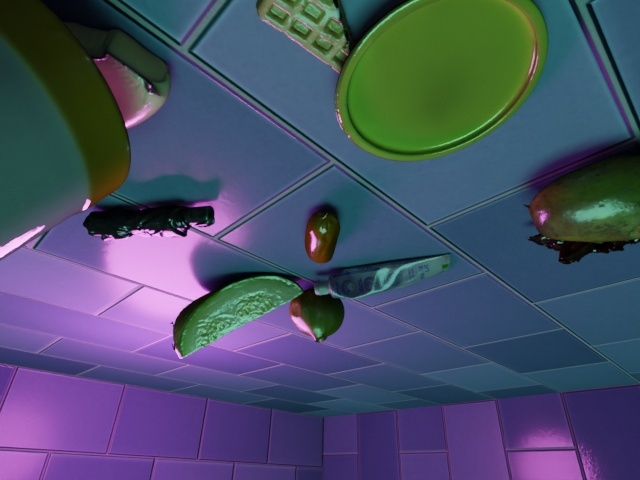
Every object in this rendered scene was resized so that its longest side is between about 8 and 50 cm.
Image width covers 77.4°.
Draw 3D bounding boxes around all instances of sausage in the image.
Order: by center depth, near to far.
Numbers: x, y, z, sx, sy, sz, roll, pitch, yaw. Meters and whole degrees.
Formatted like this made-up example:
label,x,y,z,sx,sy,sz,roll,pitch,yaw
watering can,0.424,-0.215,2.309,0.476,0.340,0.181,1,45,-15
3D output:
label,x,y,z,sx,sy,sz,roll,pitch,yaw
sausage,0.000,0.000,0.749,0.062,0.054,0.183,29,152,9

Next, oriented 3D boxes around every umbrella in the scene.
label,x,y,z,sx,sy,sz,roll,pitch,yaw
umbrella,-0.299,-0.033,0.707,0.236,0.059,0.066,-4,166,12

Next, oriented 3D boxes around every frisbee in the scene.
label,x,y,z,sx,sy,sz,roll,pitch,yaw
frisbee,0.133,-0.176,0.460,0.236,0.017,0.236,-5,149,-3

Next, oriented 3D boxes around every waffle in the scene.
label,x,y,z,sx,sy,sz,roll,pitch,yaw
waffle,0.019,-0.223,0.404,0.153,0.023,0.097,24,144,-30

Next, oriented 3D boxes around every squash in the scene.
label,x,y,z,sx,sy,sz,roll,pitch,yaw
squash,-0.211,0.160,0.945,0.289,0.203,0.111,-20,104,37

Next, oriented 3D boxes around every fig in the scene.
label,x,y,z,sx,sy,sz,roll,pitch,yaw
fig,-0.010,0.175,0.981,0.136,0.120,0.153,-6,-176,7

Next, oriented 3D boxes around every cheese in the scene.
label,x,y,z,sx,sy,sz,roll,pitch,yaw
cheese,-0.299,-0.164,0.493,0.256,0.050,0.127,-23,142,34

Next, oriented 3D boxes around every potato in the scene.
label,x,y,z,sx,sy,sz,roll,pitch,yaw
potato,0.432,-0.060,0.575,0.252,0.113,0.149,-3,153,22

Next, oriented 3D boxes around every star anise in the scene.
label,x,y,z,sx,sy,sz,roll,pitch,yaw
star anise,0.449,-0.001,0.696,0.213,0.053,0.157,-17,-168,-32

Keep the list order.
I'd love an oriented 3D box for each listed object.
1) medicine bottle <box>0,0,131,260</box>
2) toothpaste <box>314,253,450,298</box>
label,x,y,z,sx,sy,sz,roll,pitch,yaw
medicine bottle,-0.351,-0.093,0.367,0.238,0.232,0.237,19,135,21
toothpaste,0.133,0.080,0.882,0.301,0.048,0.075,-11,119,9
